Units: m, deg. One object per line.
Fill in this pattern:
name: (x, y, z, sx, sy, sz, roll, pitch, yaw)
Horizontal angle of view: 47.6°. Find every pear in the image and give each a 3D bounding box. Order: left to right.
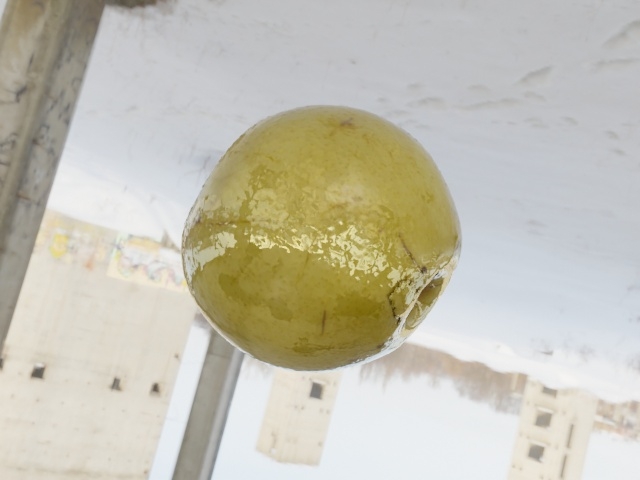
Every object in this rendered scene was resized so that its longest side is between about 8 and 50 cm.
pear: (0.000, 0.000, 0.913, 0.348, 0.348, 0.348, 15, 174, 2)
